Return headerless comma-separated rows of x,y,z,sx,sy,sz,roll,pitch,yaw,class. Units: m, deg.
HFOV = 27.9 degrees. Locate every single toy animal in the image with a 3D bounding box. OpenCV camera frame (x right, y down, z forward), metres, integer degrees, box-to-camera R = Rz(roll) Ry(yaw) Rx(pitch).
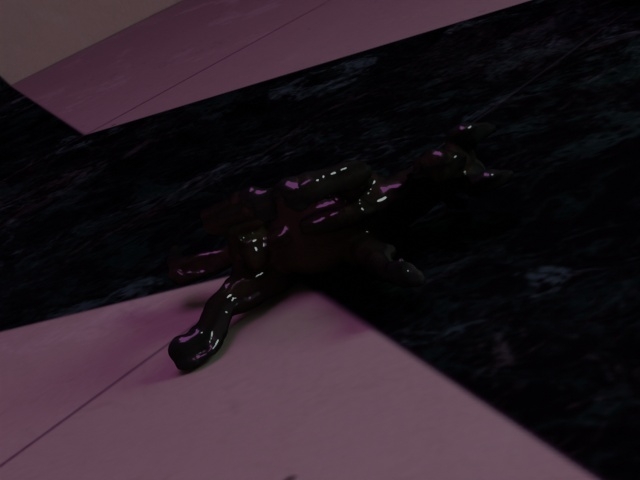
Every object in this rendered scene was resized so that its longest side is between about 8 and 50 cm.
0.000,0.000,0.768,0.232,0.084,0.148,-21,0,20,toy animal
